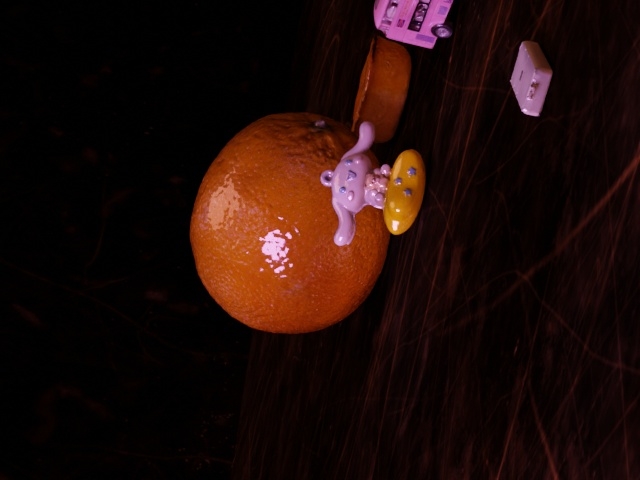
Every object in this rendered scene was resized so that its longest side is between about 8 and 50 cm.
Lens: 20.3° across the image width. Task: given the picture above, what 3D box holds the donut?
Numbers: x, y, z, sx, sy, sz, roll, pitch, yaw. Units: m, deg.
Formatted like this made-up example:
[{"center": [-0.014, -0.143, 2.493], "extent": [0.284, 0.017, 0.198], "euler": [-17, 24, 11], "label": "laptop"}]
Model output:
[{"center": [0.076, -0.188, 2.271], "extent": [0.152, 0.058, 0.151], "euler": [-167, 90, -85], "label": "donut"}]

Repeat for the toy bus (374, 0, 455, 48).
[{"center": [0.117, -0.287, 1.927], "extent": [0.203, 0.090, 0.063], "euler": [113, 169, -57], "label": "toy bus"}]

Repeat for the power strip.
[{"center": [0.170, -0.131, 1.441], "extent": [0.090, 0.016, 0.040], "euler": [-94, 17, -67], "label": "power strip"}]

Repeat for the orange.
[{"center": [-0.030, -0.025, 2.124], "extent": [0.264, 0.264, 0.264], "euler": [-168, 90, -84], "label": "orange"}]

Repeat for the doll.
[{"center": [0.058, -0.066, 1.931], "extent": [0.071, 0.113, 0.135], "euler": [61, -163, -69], "label": "doll"}]
